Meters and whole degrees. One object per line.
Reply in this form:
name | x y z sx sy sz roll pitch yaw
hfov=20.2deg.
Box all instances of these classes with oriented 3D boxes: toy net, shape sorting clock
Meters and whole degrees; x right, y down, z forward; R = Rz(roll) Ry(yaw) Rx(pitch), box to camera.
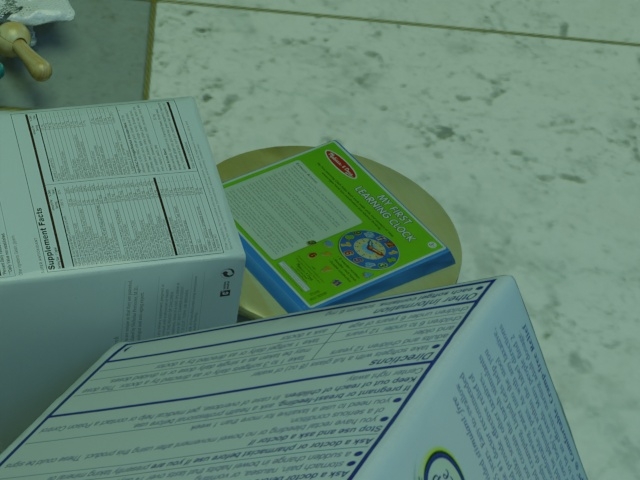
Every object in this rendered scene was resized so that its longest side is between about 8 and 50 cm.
toy net | -0.262 -0.131 1.379 0.122 0.045 0.232 10 44 3
shape sorting clock | 0.000 0.000 1.297 0.206 0.040 0.206 4 43 -4

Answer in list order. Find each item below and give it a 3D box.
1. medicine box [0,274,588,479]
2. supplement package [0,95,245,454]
medicine box | -0.042 0.162 0.891 0.263 0.149 0.289 -11 22 32
supplement package | -0.169 0.034 1.127 0.203 0.194 0.149 -6 47 -16
